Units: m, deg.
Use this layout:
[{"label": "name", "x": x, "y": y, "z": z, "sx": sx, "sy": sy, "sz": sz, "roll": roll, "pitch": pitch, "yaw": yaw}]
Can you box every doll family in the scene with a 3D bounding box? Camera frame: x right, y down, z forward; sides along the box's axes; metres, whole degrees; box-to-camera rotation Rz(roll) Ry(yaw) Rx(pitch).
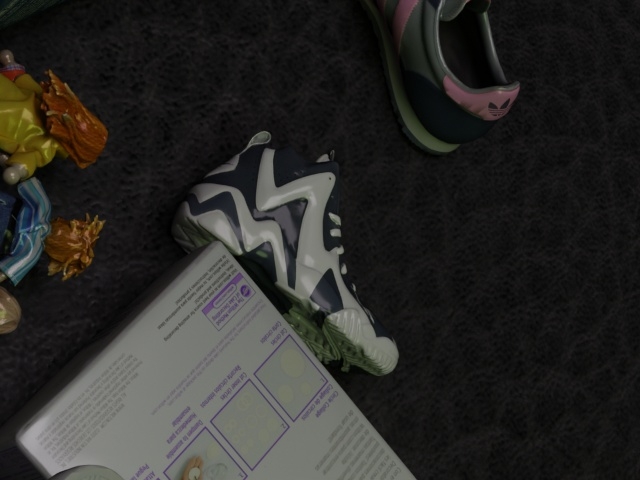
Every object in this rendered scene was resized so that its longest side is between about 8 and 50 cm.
[{"label": "doll family", "x": -0.241, "y": -0.043, "z": 0.967, "sx": 0.163, "sy": 0.118, "sz": 0.263, "roll": 21, "pitch": 62, "yaw": -28}]

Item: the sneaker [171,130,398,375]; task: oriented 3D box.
[{"label": "sneaker", "x": 0.000, "y": 0.000, "z": 1.137, "sx": 0.235, "sy": 0.094, "sz": 0.153, "roll": 37, "pitch": 64, "yaw": -7}]

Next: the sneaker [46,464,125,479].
[{"label": "sneaker", "x": -0.167, "y": 0.284, "z": 0.864, "sx": 0.108, "sy": 0.169, "sz": 0.292, "roll": -25, "pitch": 105, "yaw": -45}]

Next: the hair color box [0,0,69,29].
[{"label": "hair color box", "x": -0.215, "y": -0.282, "z": 1.027, "sx": 0.174, "sy": 0.105, "sz": 0.347, "roll": 57, "pitch": 36, "yaw": -6}]

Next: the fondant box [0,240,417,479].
[{"label": "fondant box", "x": -0.068, "y": 0.203, "z": 1.018, "sx": 0.330, "sy": 0.096, "sz": 0.238, "roll": 51, "pitch": 53, "yaw": -9}]

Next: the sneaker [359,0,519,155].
[{"label": "sneaker", "x": 0.105, "y": -0.252, "z": 1.279, "sx": 0.112, "sy": 0.131, "sz": 0.319, "roll": -21, "pitch": 86, "yaw": -38}]
